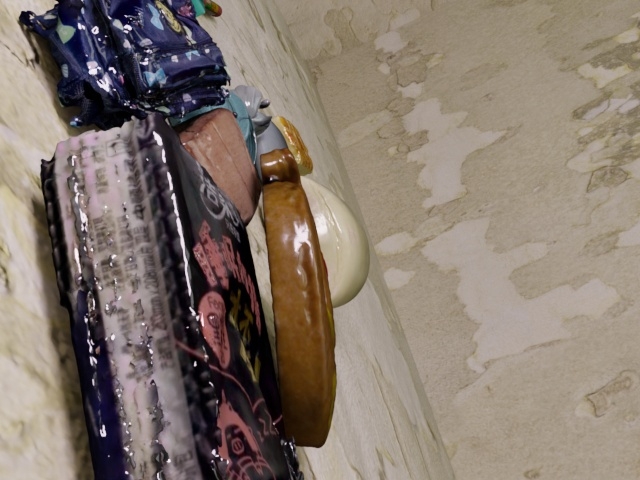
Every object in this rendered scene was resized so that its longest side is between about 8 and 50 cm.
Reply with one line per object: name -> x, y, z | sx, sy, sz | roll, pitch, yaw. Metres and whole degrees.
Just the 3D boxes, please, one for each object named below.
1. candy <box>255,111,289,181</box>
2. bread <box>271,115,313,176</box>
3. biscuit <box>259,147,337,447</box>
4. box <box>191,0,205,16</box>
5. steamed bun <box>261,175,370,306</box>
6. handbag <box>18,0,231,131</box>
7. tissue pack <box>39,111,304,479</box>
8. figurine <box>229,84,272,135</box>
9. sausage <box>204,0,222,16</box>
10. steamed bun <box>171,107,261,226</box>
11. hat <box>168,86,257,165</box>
candy -> -0.095, -0.165, 1.475 | 0.138, 0.071, 0.174 | 47, 21, -66
bread -> -0.075, -0.218, 1.742 | 0.188, 0.068, 0.125 | 4, 63, -80
biscuit -> -0.024, 0.065, 0.877 | 0.394, 0.070, 0.350 | -162, -112, -87
box -> -0.287, -0.555, 1.425 | 0.161, 0.042, 0.226 | 55, 15, -50
steamed bun -> 0.000, 0.000, 1.347 | 0.250, 0.155, 0.200 | 66, 8, 13
handbag -> -0.188, -0.200, 0.786 | 0.162, 0.113, 0.260 | 66, 22, -8
tissue pack -> -0.108, 0.090, 0.605 | 0.245, 0.123, 0.332 | 63, 11, -66
figurine -> -0.136, -0.241, 1.371 | 0.086, 0.094, 0.082 | 62, -4, 9
sausage -> -0.246, -0.507, 1.589 | 0.223, 0.029, 0.029 | -58, 125, -79
steamed bun -> -0.142, -0.068, 0.867 | 0.175, 0.106, 0.144 | -61, 134, -62
hat -> -0.146, -0.169, 1.049 | 0.138, 0.078, 0.190 | -1, 66, -47
